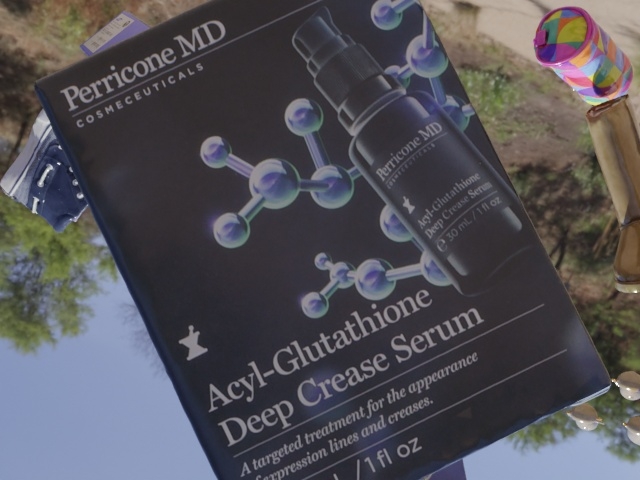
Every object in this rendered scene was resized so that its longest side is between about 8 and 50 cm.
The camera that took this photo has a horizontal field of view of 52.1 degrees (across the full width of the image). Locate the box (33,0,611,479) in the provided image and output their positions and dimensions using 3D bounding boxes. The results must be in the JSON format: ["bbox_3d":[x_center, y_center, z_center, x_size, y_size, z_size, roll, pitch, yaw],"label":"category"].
[{"bbox_3d":[0.000,0.000,0.576,0.395,0.294,0.212,64,178,3],"label":"box"}]

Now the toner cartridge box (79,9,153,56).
[{"bbox_3d":[-0.141,-0.113,0.824,0.348,0.075,0.165,52,175,-39],"label":"toner cartridge box"}]

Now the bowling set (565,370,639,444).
[{"bbox_3d":[0.641,0.306,1.274,0.287,0.199,0.154,9,162,29],"label":"bowling set"}]

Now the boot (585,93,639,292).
[{"bbox_3d":[0.477,-0.077,1.028,0.089,0.269,0.236,-15,-169,31],"label":"boot"}]

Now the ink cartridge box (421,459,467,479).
[{"bbox_3d":[0.060,0.429,0.848,0.324,0.330,0.071,-6,148,-2],"label":"ink cartridge box"}]

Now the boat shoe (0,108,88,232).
[{"bbox_3d":[-0.465,-0.158,1.242,0.158,0.340,0.127,43,-144,-9],"label":"boat shoe"}]

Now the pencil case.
[{"bbox_3d":[0.428,-0.292,1.065,0.104,0.104,0.236,30,-170,39],"label":"pencil case"}]
